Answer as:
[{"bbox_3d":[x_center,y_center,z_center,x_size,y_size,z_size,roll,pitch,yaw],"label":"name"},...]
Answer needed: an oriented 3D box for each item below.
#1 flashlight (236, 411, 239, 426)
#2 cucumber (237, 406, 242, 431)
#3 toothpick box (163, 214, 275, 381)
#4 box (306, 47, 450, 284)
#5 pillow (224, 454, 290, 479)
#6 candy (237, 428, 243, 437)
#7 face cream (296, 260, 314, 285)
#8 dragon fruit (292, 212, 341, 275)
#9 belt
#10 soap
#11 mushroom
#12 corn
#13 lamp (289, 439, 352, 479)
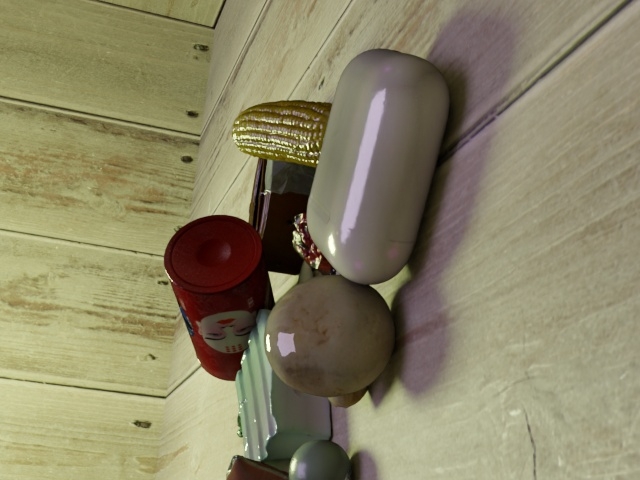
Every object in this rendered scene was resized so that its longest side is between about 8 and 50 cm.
[{"bbox_3d":[-0.182,0.407,2.295,0.052,0.031,0.110,42,128,43],"label":"flashlight"},{"bbox_3d":[-0.151,0.424,2.130,0.250,0.056,0.056,-143,65,-71],"label":"cucumber"},{"bbox_3d":[-0.197,0.127,1.994,0.333,0.204,0.204,81,-175,-50],"label":"toothpick box"},{"bbox_3d":[0.084,-0.120,1.470,0.289,0.141,0.349,-132,54,-70],"label":"box"},{"bbox_3d":[-0.093,0.454,1.673,0.075,0.179,0.171,-73,7,-52],"label":"pillow"},{"bbox_3d":[-0.179,0.447,2.284,0.023,0.025,0.083,53,128,32],"label":"candy"},{"bbox_3d":[-0.029,0.116,1.894,0.244,0.058,0.092,-101,20,-66],"label":"face cream"},{"bbox_3d":[0.006,0.001,1.721,0.142,0.121,0.130,52,-127,-78],"label":"dragon fruit"},{"bbox_3d":[-0.088,-0.095,2.109,0.217,0.122,0.339,142,136,-70],"label":"belt"},{"bbox_3d":[-0.075,0.302,1.811,0.347,0.114,0.208,-108,33,-61],"label":"soap"},{"bbox_3d":[0.029,0.156,1.470,0.206,0.209,0.206,-29,44,32],"label":"mushroom"},{"bbox_3d":[-0.059,-0.217,1.894,0.344,0.131,0.131,11,91,50],"label":"corn"},{"bbox_3d":[0.000,0.372,1.519,0.105,0.105,0.105,-170,90,-75],"label":"lamp"}]
